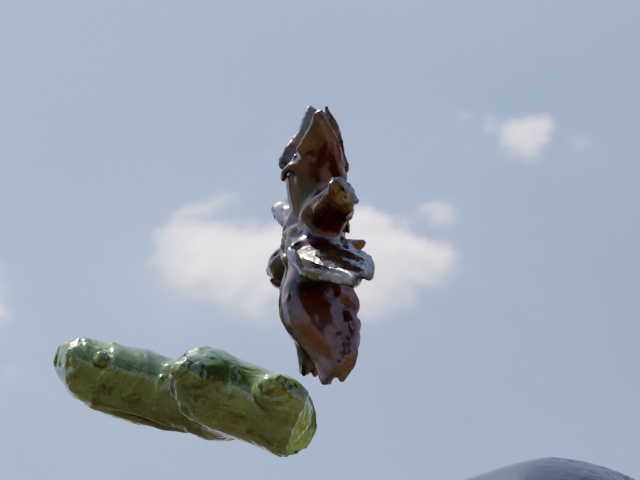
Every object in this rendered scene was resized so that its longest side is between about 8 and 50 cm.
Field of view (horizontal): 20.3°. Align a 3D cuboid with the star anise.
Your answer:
[{"bbox_3d":[0.000,0.000,1.660,0.088,0.288,0.288,-2,-28,-8],"label":"star anise"}]

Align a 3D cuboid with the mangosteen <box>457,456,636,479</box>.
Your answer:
[{"bbox_3d":[0.132,0.277,0.983,0.313,0.297,0.297,38,-45,-15],"label":"mangosteen"}]

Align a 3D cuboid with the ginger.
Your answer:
[{"bbox_3d":[-0.132,0.146,1.757,0.290,0.089,0.137,8,-10,35],"label":"ginger"}]
